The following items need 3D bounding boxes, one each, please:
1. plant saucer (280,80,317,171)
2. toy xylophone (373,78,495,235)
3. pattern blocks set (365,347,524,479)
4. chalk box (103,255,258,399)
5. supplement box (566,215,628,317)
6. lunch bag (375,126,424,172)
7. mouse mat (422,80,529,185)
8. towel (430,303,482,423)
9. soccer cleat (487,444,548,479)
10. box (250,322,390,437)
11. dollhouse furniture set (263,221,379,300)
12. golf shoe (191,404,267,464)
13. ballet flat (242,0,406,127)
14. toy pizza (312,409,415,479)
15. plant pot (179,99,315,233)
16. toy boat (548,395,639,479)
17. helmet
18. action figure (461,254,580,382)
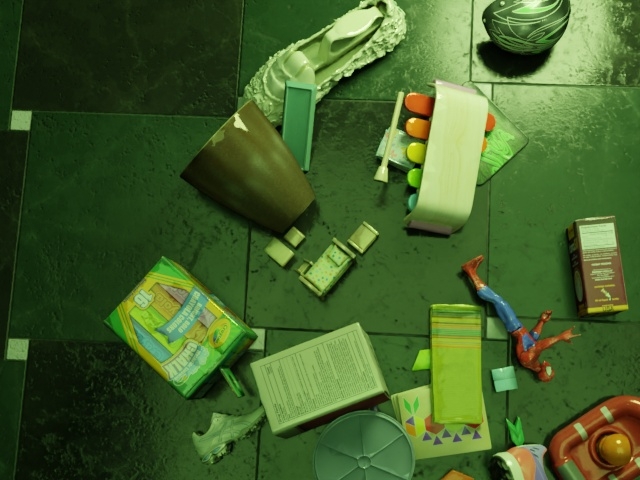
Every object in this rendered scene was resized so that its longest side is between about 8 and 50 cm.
[{"bbox_3d":[-0.050,-0.233,1.928,0.067,0.018,0.192,9,117,6],"label":"plant saucer"},{"bbox_3d":[0.230,-0.182,1.885,0.236,0.081,0.322,20,83,-14],"label":"toy xylophone"},{"bbox_3d":[0.240,0.359,1.858,0.325,0.026,0.285,-1,81,4],"label":"pattern blocks set"},{"bbox_3d":[-0.248,0.197,1.843,0.289,0.180,0.179,41,86,8],"label":"chalk box"},{"bbox_3d":[0.549,0.054,1.848,0.081,0.104,0.188,-6,80,3],"label":"supplement box"},{"bbox_3d":[0.165,-0.191,1.942,0.083,0.053,0.071,23,83,-4],"label":"lunch bag"},{"bbox_3d":[0.324,-0.227,1.961,0.153,0.007,0.189,-43,81,-4],"label":"mouse mat"},{"bbox_3d":[0.270,0.245,1.850,0.102,0.021,0.237,0,81,5],"label":"towel"},{"bbox_3d":[0.423,0.550,1.780,0.117,0.109,0.318,-15,85,-22],"label":"soccer cleat"},{"bbox_3d":[0.002,0.278,1.823,0.232,0.127,0.148,-21,71,4],"label":"box"},{"bbox_3d":[0.000,0.000,1.896,0.161,0.101,0.182,40,85,9],"label":"dollhouse furniture set"},{"bbox_3d":[-0.181,0.371,1.867,0.176,0.069,0.086,-36,74,-3],"label":"golf shoe"},{"bbox_3d":[-0.003,-0.389,1.947,0.409,0.147,0.147,-36,80,-2],"label":"ballet flat"},{"bbox_3d":[0.084,0.427,1.814,0.201,0.032,0.201,0,96,-4],"label":"toy pizza"},{"bbox_3d":[-0.128,-0.130,1.891,0.230,0.215,0.215,43,86,-6],"label":"plant pot"},{"bbox_3d":[0.558,0.395,1.768,0.231,0.151,0.151,-33,80,-2],"label":"toy boat"},{"bbox_3d":[0.425,-0.462,1.914,0.170,0.169,0.161,24,67,7],"label":"helmet"},{"bbox_3d":[0.409,0.141,1.847,0.139,0.091,0.280,-30,80,11],"label":"action figure"}]
